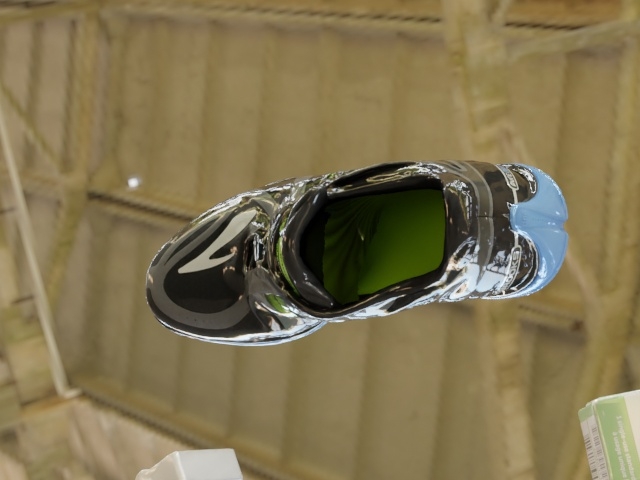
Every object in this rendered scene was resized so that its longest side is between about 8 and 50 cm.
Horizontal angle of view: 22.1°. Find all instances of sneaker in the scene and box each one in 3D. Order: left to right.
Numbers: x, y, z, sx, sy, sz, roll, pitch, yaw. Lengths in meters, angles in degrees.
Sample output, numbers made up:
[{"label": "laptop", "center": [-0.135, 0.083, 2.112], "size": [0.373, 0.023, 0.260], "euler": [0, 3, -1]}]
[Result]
[{"label": "sneaker", "center": [0.000, 0.000, 0.617], "size": [0.188, 0.078, 0.067], "euler": [-10, -102, 40]}]

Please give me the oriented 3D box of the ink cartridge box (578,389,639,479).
[{"label": "ink cartridge box", "center": [0.275, 0.151, 0.905], "size": [0.056, 0.235, 0.171], "euler": [100, -21, -76]}]

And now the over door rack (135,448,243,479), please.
[{"label": "over door rack", "center": [-0.166, 0.294, 1.013], "size": [0.324, 0.108, 0.239], "euler": [-29, -111, 22]}]
